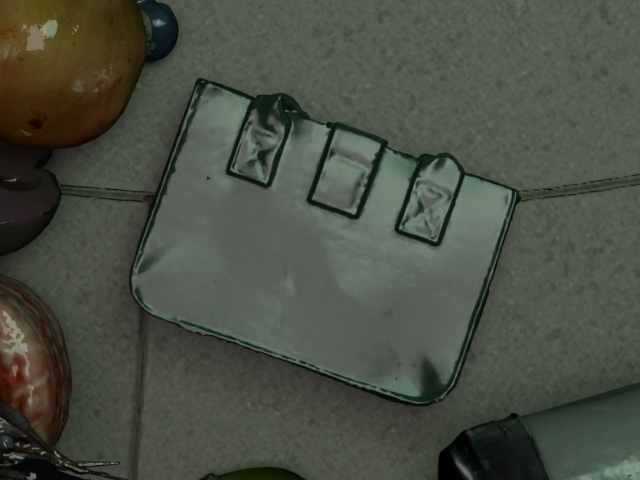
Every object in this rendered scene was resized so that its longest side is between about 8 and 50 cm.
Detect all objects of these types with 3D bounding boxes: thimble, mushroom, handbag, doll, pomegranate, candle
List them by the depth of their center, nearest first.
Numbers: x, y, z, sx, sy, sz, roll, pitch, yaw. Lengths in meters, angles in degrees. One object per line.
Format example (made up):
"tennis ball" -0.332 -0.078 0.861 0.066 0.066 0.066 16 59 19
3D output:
"pomegranate" -0.243 -0.173 1.286 0.191 0.191 0.191 0 90 -3
"candle" 0.282 0.240 1.304 0.342 0.221 0.221 -14 90 -4
"thimble" -0.343 0.134 1.306 0.239 0.162 0.239 0 91 0
"mushroom" -0.338 -0.054 1.330 0.188 0.141 0.117 42 122 3
"handbag" 0.000 0.001 1.356 0.326 0.089 0.238 20 89 -1
"doll" -0.167 -0.211 1.362 0.050 0.076 0.083 -31 83 -38

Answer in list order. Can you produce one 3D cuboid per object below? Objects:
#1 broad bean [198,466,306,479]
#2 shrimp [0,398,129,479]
"broad bean" -0.015 0.260 1.372 0.214 0.048 0.070 17 89 -3
"shrimp" -0.311 0.174 1.169 0.343 0.116 0.145 15 92 7
